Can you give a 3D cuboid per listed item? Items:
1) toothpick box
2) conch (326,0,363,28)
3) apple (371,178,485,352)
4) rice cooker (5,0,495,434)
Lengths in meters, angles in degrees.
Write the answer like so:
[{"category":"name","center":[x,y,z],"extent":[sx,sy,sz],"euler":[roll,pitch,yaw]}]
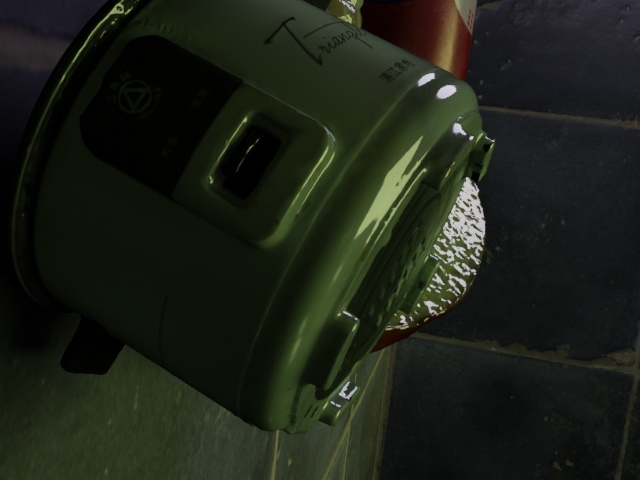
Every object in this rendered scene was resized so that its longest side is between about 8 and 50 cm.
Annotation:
[{"category":"toothpick box","center":[0.126,-0.351,1.162],"extent":[0.204,0.204,0.333],"euler":[26,71,-78]},{"category":"conch","center":[-0.020,-0.187,0.815],"extent":[0.173,0.106,0.116],"euler":[-51,132,-42]},{"category":"apple","center":[0.000,0.000,0.714],"extent":[0.179,0.254,0.346],"euler":[63,39,-24]},{"category":"rice cooker","center":[-0.045,-0.031,0.470],"extent":[0.280,0.227,0.241],"euler":[-59,166,-2]}]
